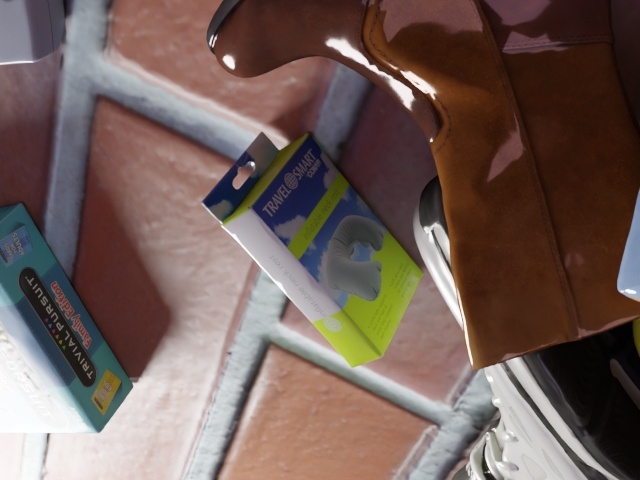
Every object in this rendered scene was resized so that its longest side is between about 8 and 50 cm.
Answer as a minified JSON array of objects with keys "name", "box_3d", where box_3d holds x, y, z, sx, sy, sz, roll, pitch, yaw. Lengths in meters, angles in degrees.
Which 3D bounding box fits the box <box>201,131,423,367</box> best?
[{"name":"box","box_3d":[0.000,0.000,0.681,0.042,0.109,0.178,-27,111,41]}]

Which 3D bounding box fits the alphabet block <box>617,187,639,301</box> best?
[{"name":"alphabet block","box_3d":[0.293,-0.035,0.399,0.197,0.192,0.193,22,167,-15]}]

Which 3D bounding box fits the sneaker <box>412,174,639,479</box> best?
[{"name":"sneaker","box_3d":[0.159,0.158,0.693,0.258,0.169,0.447,-27,106,43]}]

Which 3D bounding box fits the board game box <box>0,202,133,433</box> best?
[{"name":"board game box","box_3d":[-0.413,0.101,0.967,0.336,0.079,0.253,-6,122,29]}]

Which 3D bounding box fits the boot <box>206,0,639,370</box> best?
[{"name":"boot","box_3d":[0.072,-0.060,0.542,0.264,0.096,0.280,-16,88,19]}]

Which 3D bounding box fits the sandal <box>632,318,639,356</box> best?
[{"name":"sandal","box_3d":[0.373,0.051,0.565,0.318,0.126,0.138,-5,160,19]}]

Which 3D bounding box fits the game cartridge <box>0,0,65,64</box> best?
[{"name":"game cartridge","box_3d":[-0.312,-0.274,0.650,0.198,0.062,0.297,-1,125,20]}]
